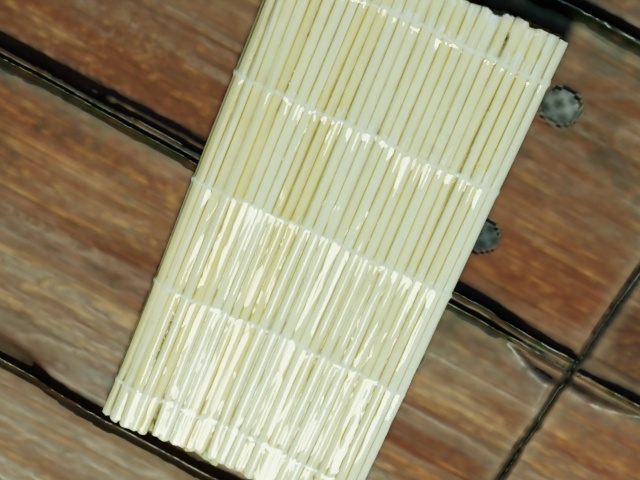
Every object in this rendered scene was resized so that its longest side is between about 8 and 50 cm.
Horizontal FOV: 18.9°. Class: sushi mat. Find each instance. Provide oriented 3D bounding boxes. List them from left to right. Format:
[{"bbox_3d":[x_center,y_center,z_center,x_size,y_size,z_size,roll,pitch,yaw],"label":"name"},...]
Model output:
[{"bbox_3d":[0.000,0.000,1.016,0.151,0.019,0.316,22,116,-2],"label":"sushi mat"}]
